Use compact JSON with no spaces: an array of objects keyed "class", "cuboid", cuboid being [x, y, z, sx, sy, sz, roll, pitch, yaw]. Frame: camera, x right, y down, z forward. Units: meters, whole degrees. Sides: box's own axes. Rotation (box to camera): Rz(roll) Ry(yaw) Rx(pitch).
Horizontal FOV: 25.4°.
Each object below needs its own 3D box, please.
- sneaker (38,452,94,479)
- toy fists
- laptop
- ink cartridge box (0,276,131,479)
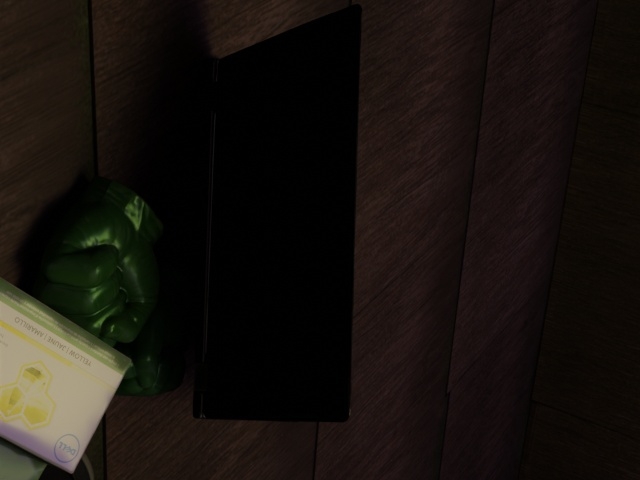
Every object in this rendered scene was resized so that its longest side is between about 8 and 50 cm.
[{"class":"sneaker","cuboid":[-0.267,0.296,1.403,0.118,0.083,0.222,-93,-177,-53]},{"class":"toy fists","cuboid":[-0.197,0.066,1.424,0.142,0.096,0.279,-59,155,-22]},{"class":"laptop","cuboid":[0.000,0.000,1.492,0.408,0.236,0.382,19,71,-66]},{"class":"ink cartridge box","cuboid":[-0.294,0.168,1.264,0.171,0.056,0.235,38,69,-36]}]
